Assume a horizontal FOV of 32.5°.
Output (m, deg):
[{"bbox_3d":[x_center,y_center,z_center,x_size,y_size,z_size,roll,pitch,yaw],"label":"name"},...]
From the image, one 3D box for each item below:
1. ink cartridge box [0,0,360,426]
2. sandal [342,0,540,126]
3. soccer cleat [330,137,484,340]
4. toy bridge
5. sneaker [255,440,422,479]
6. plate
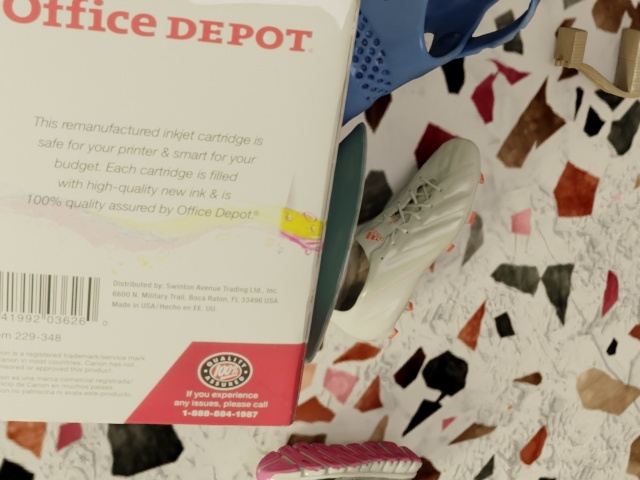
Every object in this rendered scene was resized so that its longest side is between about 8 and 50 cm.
[{"bbox_3d":[-0.111,-0.039,0.710,0.226,0.131,0.306,5,113,-11],"label":"ink cartridge box"},{"bbox_3d":[0.040,-0.157,0.812,0.317,0.138,0.126,-37,123,-12],"label":"sandal"},{"bbox_3d":[0.069,-0.005,0.929,0.076,0.068,0.196,27,95,-32],"label":"soccer cleat"},{"bbox_3d":[0.291,-0.166,1.025,0.188,0.026,0.063,-6,111,-29],"label":"toy bridge"},{"bbox_3d":[0.016,0.223,0.978,0.170,0.063,0.075,6,98,-37],"label":"sneaker"},{"bbox_3d":[0.000,0.000,0.829,0.024,0.188,0.188,13,102,-7],"label":"plate"}]
